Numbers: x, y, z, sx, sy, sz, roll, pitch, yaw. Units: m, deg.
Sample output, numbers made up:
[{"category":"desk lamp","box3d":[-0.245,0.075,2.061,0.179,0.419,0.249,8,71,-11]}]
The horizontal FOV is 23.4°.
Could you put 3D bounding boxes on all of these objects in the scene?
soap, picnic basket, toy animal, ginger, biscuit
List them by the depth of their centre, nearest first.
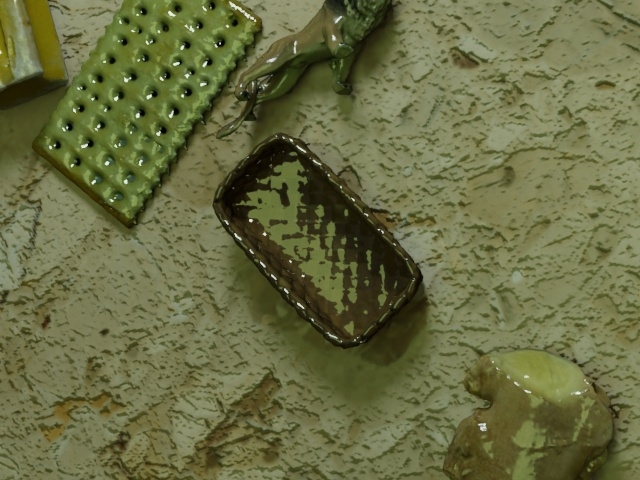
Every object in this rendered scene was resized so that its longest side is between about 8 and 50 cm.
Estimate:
[{"category":"ginger","box3d":[0.169,0.199,1.273,0.137,0.074,0.213,6,97,19]},{"category":"picnic basket","box3d":[0.000,0.000,1.343,0.110,0.055,0.193,-45,75,12]},{"category":"toy animal","box3d":[-0.008,-0.157,1.347,0.220,0.069,0.086,-41,55,9]},{"category":"biscuit","box3d":[-0.161,-0.142,1.424,0.139,0.016,0.231,39,100,17]},{"category":"soap","box3d":[-0.337,-0.237,1.456,0.140,0.073,0.232,-20,82,21]}]
